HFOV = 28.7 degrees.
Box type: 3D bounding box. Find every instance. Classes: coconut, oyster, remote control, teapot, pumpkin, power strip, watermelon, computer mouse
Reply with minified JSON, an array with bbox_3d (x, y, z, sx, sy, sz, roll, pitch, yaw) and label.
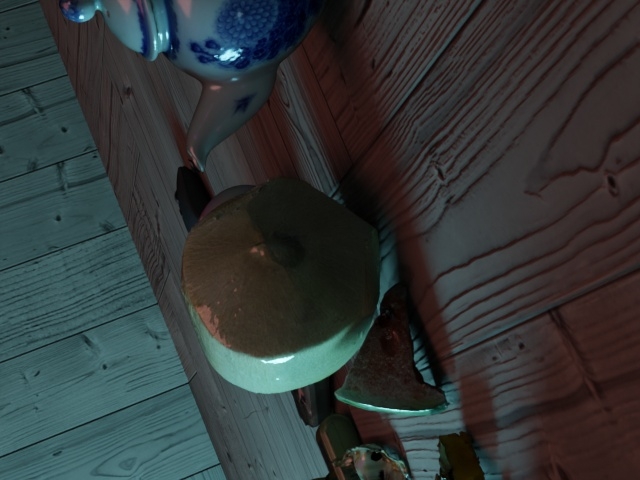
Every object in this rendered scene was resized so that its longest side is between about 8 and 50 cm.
[{"bbox_3d":[-0.044,0.048,1.494,0.247,0.245,0.245,104,143,-65],"label":"coconut"},{"bbox_3d":[0.085,0.324,1.804,0.200,0.061,0.106,-140,51,-57],"label":"oyster"},{"bbox_3d":[-0.021,0.204,1.981,0.247,0.052,0.104,87,158,-50],"label":"remote control"},{"bbox_3d":[-0.141,-0.285,1.320,0.252,0.280,0.424,-156,49,-68],"label":"teapot"},{"bbox_3d":[0.155,0.270,1.419,0.083,0.054,0.074,-110,13,-53],"label":"pumpkin"},{"bbox_3d":[0.083,0.454,1.922,0.092,0.066,0.387,112,135,-72],"label":"power strip"},{"bbox_3d":[0.073,0.144,1.480,0.098,0.121,0.158,38,-148,-76],"label":"watermelon"},{"bbox_3d":[-0.231,-0.038,2.394,0.120,0.057,0.232,94,151,-57],"label":"computer mouse"}]

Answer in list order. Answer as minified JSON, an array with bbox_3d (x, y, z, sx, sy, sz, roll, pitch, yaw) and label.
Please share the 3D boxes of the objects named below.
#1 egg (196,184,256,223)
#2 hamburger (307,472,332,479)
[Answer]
[{"bbox_3d":[-0.102,0.050,1.784,0.196,0.196,0.271,50,165,51],"label":"egg"},{"bbox_3d":[-0.008,0.539,1.983,0.303,0.186,0.261,61,-171,-18],"label":"hamburger"}]
